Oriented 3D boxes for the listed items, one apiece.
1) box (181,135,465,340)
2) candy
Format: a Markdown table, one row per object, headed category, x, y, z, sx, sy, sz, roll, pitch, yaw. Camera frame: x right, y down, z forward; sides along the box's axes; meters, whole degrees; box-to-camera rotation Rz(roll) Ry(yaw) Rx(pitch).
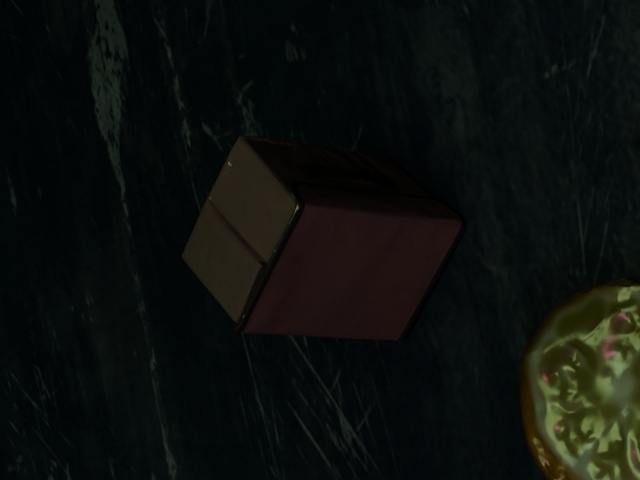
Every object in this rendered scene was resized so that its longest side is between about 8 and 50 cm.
| category | x | y | z | sx | sy | sz | roll | pitch | yaw |
| --- | --- | --- | --- | --- | --- | --- | --- | --- | --- |
| box | 0.000 | 0.000 | 1.751 | 0.153 | 0.252 | 0.188 | 49 | 124 | 39 |
| candy | 0.317 | 0.161 | 1.528 | 0.260 | 0.118 | 0.260 | 3 | 94 | 43 |
